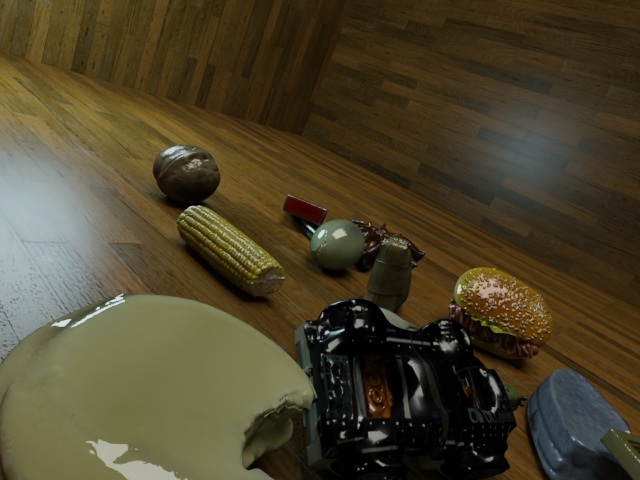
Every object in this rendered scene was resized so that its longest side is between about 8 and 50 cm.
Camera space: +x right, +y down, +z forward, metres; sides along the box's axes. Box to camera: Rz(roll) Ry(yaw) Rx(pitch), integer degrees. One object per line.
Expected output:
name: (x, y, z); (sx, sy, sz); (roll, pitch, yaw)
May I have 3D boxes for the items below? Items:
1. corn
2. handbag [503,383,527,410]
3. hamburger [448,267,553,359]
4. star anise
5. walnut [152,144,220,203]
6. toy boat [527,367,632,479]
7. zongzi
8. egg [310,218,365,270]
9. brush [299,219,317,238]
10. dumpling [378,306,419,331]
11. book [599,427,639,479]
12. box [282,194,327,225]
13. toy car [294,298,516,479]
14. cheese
corn: (-0.166, 0.015, 0.823); (0.248, 0.081, 0.081); (34, 20, 34)
handbag: (0.264, 0.240, 0.734); (0.111, 0.047, 0.072); (20, 17, 0)
hamburger: (0.372, 0.152, 0.972); (0.210, 0.173, 0.116); (27, -20, 12)
star anise: (0.147, 0.025, 1.186); (0.220, 0.099, 0.214); (35, 34, 23)
walnut: (-0.307, -0.154, 1.082); (0.140, 0.140, 0.162); (30, 34, 24)
toy boat: (0.390, 0.283, 0.715); (0.127, 0.078, 0.283); (23, 17, 13)
zongzi: (0.158, 0.065, 0.950); (0.078, 0.160, 0.176); (25, 18, 25)
egg: (0.037, 0.010, 1.041); (0.114, 0.114, 0.152); (31, 27, 26)
brush: (0.000, 0.000, 1.177); (0.033, 0.030, 0.178); (33, 7, -47)
dumpling: (0.062, 0.148, 0.685); (0.188, 0.108, 0.127); (0, -2, -22)
book: (0.470, 0.315, 0.562); (0.231, 0.026, 0.161); (20, 22, -20)
box: (-0.039, -0.084, 1.282); (0.112, 0.048, 0.175); (23, 3, -1)
toy car: (0.107, 0.188, 0.551); (0.301, 0.118, 0.193); (17, 44, -31)
cheese: (-0.123, 0.150, 0.383); (0.233, 0.127, 0.266); (27, 18, 13)
